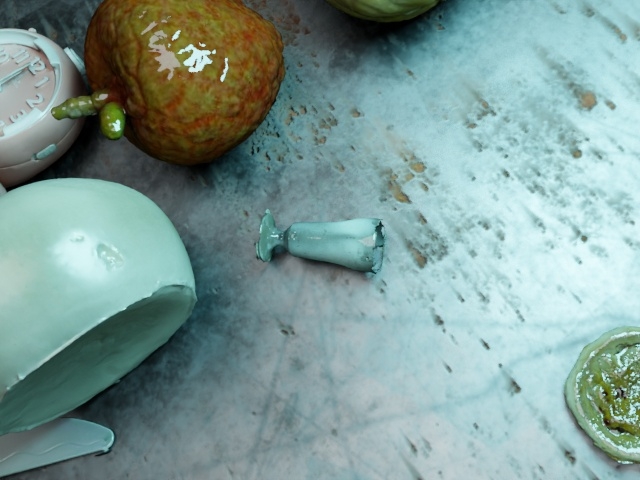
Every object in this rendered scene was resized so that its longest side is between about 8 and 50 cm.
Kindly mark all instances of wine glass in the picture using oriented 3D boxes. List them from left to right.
[{"bbox_3d":[0.000,0.000,0.861,0.155,0.072,0.072,4,74,16],"label":"wine glass"}]

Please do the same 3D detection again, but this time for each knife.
[{"bbox_3d":[-0.428,0.289,0.906,0.335,0.043,0.081,-18,62,2],"label":"knife"}]

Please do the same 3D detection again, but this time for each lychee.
[{"bbox_3d":[-0.191,-0.214,0.884,0.300,0.255,0.255,-23,61,-36],"label":"lychee"}]

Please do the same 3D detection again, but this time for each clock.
[{"bbox_3d":[-0.453,-0.197,1.017,0.241,0.142,0.227,-38,70,-10],"label":"clock"}]

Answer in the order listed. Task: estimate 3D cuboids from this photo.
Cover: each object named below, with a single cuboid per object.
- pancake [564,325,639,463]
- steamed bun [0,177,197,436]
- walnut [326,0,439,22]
[{"bbox_3d":[0.344,0.166,0.738,0.151,0.025,0.152,-4,71,12],"label":"pancake"},{"bbox_3d":[-0.307,0.061,0.783,0.324,0.324,0.206,-39,78,0],"label":"steamed bun"},{"bbox_3d":[0.072,-0.434,0.866,0.277,0.252,0.313,-30,87,-41],"label":"walnut"}]
